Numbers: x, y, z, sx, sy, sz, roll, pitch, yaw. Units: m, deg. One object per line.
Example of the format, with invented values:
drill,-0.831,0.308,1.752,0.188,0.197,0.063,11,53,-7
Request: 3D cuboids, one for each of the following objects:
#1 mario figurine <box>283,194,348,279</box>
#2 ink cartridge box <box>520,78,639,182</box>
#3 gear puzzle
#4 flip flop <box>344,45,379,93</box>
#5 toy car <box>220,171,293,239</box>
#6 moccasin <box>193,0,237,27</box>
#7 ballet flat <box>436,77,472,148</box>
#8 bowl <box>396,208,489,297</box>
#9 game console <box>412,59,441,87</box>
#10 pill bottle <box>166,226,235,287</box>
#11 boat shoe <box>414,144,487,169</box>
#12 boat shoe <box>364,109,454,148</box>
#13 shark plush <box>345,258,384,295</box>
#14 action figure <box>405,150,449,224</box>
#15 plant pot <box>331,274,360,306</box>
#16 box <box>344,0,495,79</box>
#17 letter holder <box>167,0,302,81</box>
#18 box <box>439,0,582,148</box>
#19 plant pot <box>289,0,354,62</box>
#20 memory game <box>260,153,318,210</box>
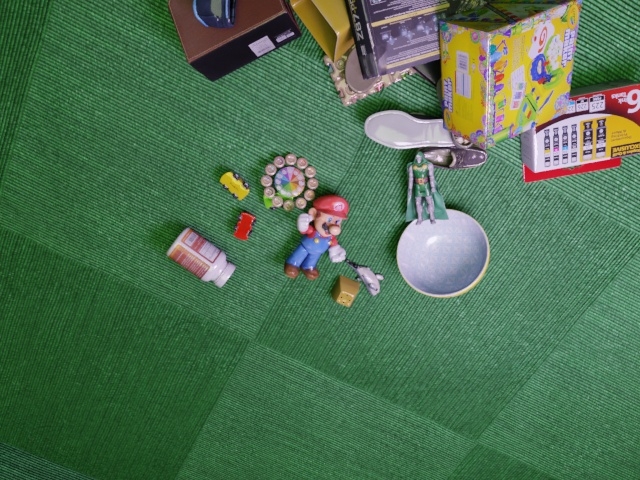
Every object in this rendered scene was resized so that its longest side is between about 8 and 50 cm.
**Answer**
mario figurine,0.000,0.000,1.615,0.170,0.198,0.320,33,117,13
ink cartridge box,0.766,-0.306,1.475,0.310,0.130,0.271,-10,112,7
gear puzzle,0.187,-0.543,1.463,0.339,0.044,0.175,-24,107,9
flip flop,0.166,-0.540,1.397,0.112,0.080,0.277,38,106,-11
toy car,-0.197,-0.129,1.646,0.225,0.053,0.238,-9,112,6
moccasin,-0.214,-0.706,1.264,0.117,0.138,0.341,20,105,12
ballet flat,0.389,-0.363,1.417,0.072,0.068,0.213,-21,105,4
bowl,0.407,0.057,1.614,0.290,0.289,0.156,-31,151,15
game console,0.478,-0.568,1.402,0.342,0.060,0.386,34,107,-16
pill bottle,-0.403,0.062,1.700,0.216,0.121,0.121,38,109,-11
boat shoe,0.408,-0.253,1.547,0.224,0.073,0.080,3,115,4
boat shoe,0.282,-0.330,1.513,0.303,0.091,0.114,9,103,0
shark plush,0.145,0.131,1.734,0.161,0.073,0.067,34,140,-15
action figure,0.314,-0.162,1.539,0.137,0.063,0.232,-5,113,18
plant pot,0.086,0.185,1.741,0.081,0.083,0.081,22,113,-6
box,0.257,-0.611,1.245,0.395,0.097,0.317,-22,108,-17
letter holder,-0.241,-0.625,1.393,0.302,0.152,0.214,-23,83,12
box,0.467,-0.431,1.253,0.279,0.177,0.289,-24,129,-15
plant pot,0.052,-0.644,1.330,0.187,0.212,0.212,-37,91,0
memory game,-0.097,-0.186,1.597,0.187,0.012,0.186,0,91,-12
